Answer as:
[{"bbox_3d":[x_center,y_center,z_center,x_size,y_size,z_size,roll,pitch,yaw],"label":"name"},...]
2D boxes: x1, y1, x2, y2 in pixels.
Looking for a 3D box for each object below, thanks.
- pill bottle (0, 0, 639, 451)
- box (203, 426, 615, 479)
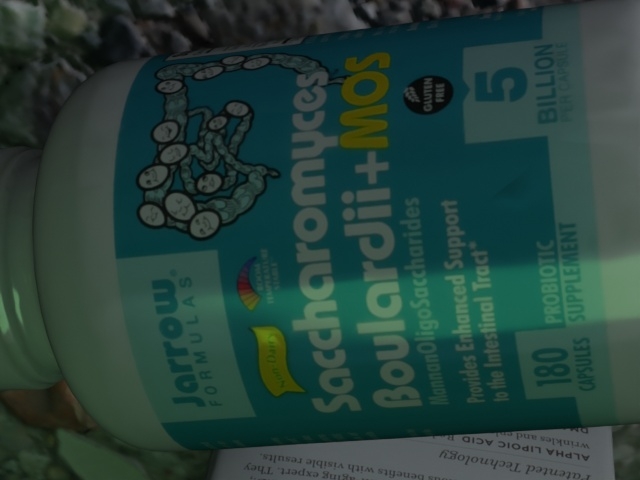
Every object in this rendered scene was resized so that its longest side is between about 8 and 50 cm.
[{"bbox_3d":[0.000,0.000,0.494,0.264,0.146,0.146,-6,126,13],"label":"pill bottle"},{"bbox_3d":[0.033,0.172,0.638,0.182,0.119,0.181,8,128,3],"label":"box"}]
